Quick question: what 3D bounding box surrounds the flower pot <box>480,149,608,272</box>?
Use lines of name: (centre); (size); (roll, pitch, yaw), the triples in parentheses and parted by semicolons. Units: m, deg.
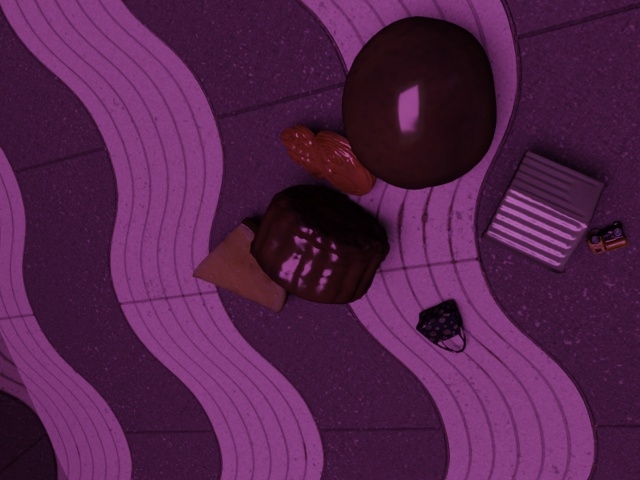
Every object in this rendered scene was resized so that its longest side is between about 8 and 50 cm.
flower pot: (0.484, -0.060, 1.486); (0.190, 0.239, 0.209); (25, 152, 11)

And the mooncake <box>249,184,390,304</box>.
mooncake: (0.001, 0.002, 1.666); (0.324, 0.324, 0.187); (30, 117, 10)

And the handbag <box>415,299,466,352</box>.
handbag: (0.330, 0.239, 1.764); (0.115, 0.072, 0.139); (-30, 101, 29)

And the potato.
potato: (-0.186, 0.090, 1.907); (0.255, 0.112, 0.269); (46, 125, -4)

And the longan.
longan: (0.216, -0.293, 1.458); (0.361, 0.361, 0.360); (9, 115, 20)

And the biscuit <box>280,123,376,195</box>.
biscuit: (0.014, -0.199, 1.662); (0.289, 0.044, 0.202); (25, 155, 30)

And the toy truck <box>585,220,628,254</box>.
toy truck: (0.647, -0.002, 1.533); (0.083, 0.049, 0.054); (-21, 103, 28)
